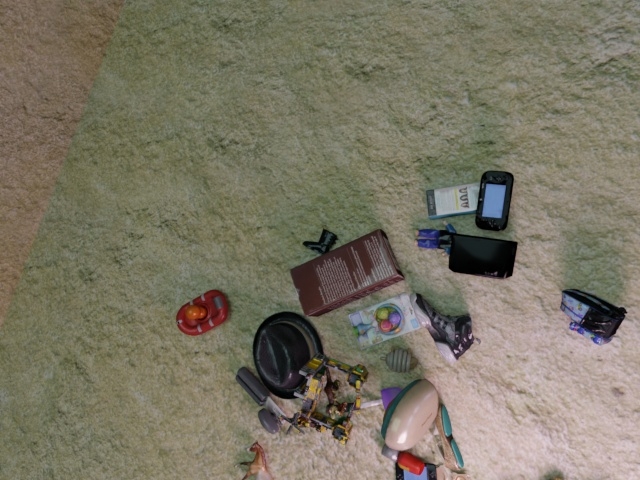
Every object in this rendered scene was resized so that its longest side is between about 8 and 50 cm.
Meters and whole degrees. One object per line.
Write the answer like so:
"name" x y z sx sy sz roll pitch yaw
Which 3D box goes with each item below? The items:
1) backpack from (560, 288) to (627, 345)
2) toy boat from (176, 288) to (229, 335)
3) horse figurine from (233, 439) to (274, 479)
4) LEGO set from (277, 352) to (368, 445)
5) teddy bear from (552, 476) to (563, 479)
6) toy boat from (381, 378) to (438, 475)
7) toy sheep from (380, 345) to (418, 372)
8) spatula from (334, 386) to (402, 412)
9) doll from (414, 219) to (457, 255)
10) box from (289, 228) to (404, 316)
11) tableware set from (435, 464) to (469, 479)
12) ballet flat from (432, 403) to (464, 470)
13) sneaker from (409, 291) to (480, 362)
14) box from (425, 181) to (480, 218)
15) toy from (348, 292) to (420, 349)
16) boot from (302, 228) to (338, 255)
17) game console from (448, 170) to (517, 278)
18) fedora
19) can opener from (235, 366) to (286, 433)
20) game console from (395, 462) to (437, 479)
"backpack" 0.814 0.223 1.442 0.173 0.158 0.117 33 111 37
"toy boat" -0.502 0.298 1.947 0.231 0.151 0.151 -29 70 14
"horse figurine" -0.233 0.907 1.769 0.174 0.066 0.263 -38 66 17
"LEGO set" 0.015 0.559 1.619 0.254 0.192 0.331 26 107 15
"teddy bear" 0.716 0.836 1.395 0.337 0.113 0.245 -29 78 6
"toy boat" 0.271 0.615 1.541 0.148 0.267 0.318 16 115 37
"toy sheep" 0.275 0.419 1.652 0.132 0.091 0.091 2 80 17
"spatula" 0.166 0.585 1.690 0.296 0.030 0.084 -16 77 19
"doll" 0.436 -0.009 1.692 0.188 0.046 0.129 6 83 23
"box" 0.097 0.128 1.752 0.381 0.143 0.191 -24 72 14
"tableware set" 0.424 0.827 1.547 0.141 0.020 0.169 -5 78 21
"ballet flat" 0.409 0.653 1.563 0.067 0.073 0.206 -25 67 30
"sneaker" 0.428 0.270 1.615 0.153 0.101 0.269 -35 75 11
"box" 0.506 -0.143 1.682 0.244 0.060 0.101 -7 77 20
"toy" 0.225 0.292 1.712 0.237 0.056 0.137 -24 73 16
"boot" 0.000 0.000 1.865 0.121 0.045 0.099 26 92 17
"game console" 0.562 -0.056 1.601 0.213 0.044 0.362 8 97 15
"fedora" -0.149 0.432 1.780 0.333 0.152 0.334 -4 78 20
"can opener" -0.235 0.605 1.812 0.280 0.093 0.074 43 127 27
"game console" 0.305 0.803 1.553 0.144 0.085 0.124 -8 77 28
